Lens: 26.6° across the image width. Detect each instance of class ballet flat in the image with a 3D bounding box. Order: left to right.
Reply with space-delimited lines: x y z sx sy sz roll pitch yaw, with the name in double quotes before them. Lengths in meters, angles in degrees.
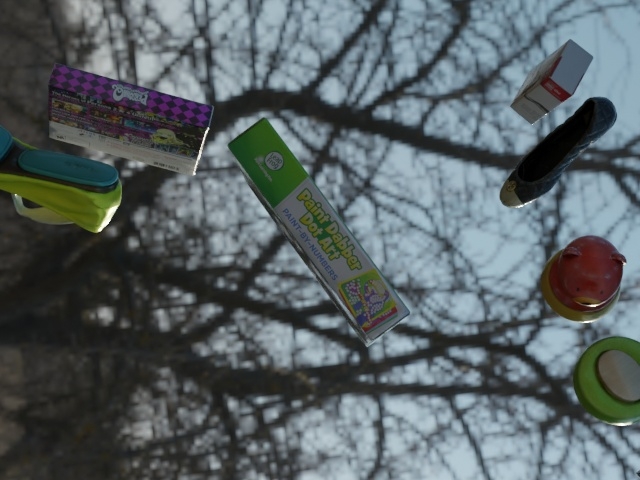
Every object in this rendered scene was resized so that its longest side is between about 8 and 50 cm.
"ballet flat" -0.311 -0.066 1.352 0.077 0.231 0.077 -66 175 -55
"ballet flat" 0.264 -0.103 1.544 0.173 0.049 0.057 -46 -132 22

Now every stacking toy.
"stacking toy" 0.491 0.113 1.960 0.130 0.309 0.279 90 -4 -69

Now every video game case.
"video game case" -0.282 -0.172 1.980 0.210 0.232 0.041 122 -18 -71

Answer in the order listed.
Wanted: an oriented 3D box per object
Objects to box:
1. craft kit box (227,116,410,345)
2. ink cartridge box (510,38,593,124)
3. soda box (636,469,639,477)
"craft kit box" 0.000 0.000 1.468 0.250 0.061 0.246 53 -5 6
"ink cartridge box" 0.402 -0.276 2.363 0.099 0.056 0.135 -58 -170 -28
"soda box" 0.594 0.345 2.178 0.060 0.169 0.053 51 -5 3
